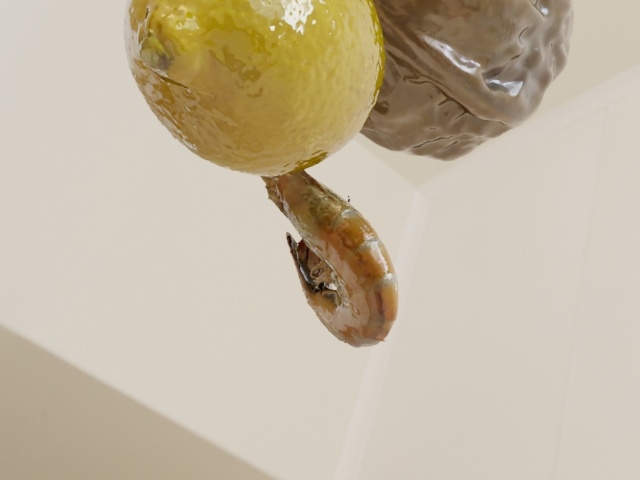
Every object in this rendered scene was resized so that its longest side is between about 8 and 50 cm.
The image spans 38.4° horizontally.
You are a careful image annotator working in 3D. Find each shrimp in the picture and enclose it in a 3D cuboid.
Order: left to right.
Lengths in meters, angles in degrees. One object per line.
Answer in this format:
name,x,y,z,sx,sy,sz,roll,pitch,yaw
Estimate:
shrimp,0.000,0.000,0.934,0.248,0.068,0.150,61,-37,21

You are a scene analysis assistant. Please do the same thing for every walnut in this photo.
walnut,0.124,-0.215,0.945,0.273,0.273,0.227,-25,-123,50

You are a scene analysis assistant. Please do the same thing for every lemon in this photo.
lemon,-0.046,-0.140,0.676,0.187,0.187,0.244,-46,161,20
